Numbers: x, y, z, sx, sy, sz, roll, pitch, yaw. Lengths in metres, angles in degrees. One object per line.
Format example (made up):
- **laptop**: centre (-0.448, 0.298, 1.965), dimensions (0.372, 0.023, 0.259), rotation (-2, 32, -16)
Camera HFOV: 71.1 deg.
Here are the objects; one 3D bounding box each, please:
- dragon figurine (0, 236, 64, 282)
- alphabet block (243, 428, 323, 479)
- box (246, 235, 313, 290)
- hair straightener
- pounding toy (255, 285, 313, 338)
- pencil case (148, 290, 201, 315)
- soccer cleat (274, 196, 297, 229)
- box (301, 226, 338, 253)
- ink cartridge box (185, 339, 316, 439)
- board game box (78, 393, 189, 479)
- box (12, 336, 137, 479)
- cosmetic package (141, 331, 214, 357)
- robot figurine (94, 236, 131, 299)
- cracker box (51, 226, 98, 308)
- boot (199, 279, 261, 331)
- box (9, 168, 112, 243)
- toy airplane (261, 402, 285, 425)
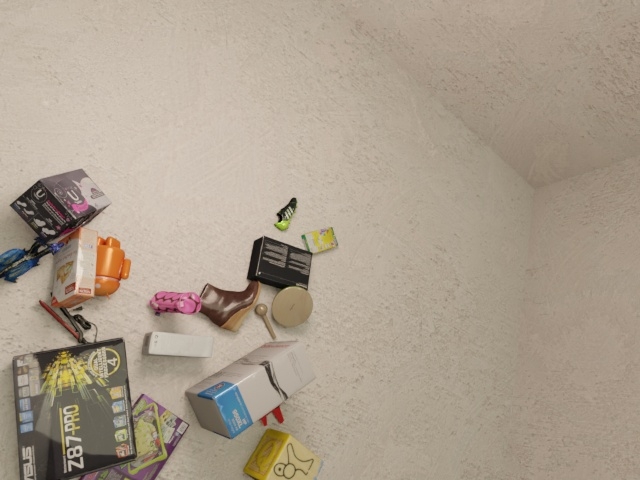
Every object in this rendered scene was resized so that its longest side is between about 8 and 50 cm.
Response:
- **dragon figurine**: centre (-0.960, 0.076, 1.408), dimensions (0.289, 0.144, 0.085), rotation (-42, 102, -35)
- **alphabet block**: centre (-0.143, 0.877, 1.739), dimensions (0.197, 0.193, 0.192), rotation (46, 55, -16)
- **box**: centre (-0.176, 0.111, 1.979), dimensions (0.261, 0.103, 0.184), rotation (21, 63, -30)
- **hair straightener**: centre (-0.829, 0.261, 1.511), dimensions (0.230, 0.047, 0.089), rotation (52, 55, -13)
- **pounding toy**: centre (-0.156, 0.288, 1.963), dimensions (0.237, 0.110, 0.183), rotation (-31, 109, -8)
- **pencil case**: centre (-0.531, 0.229, 1.630), dimensions (0.098, 0.209, 0.095), rotation (18, 71, -48)
- **soccer cleat**: centre (-0.160, -0.133, 2.084), dimensions (0.072, 0.060, 0.179), rotation (30, 65, -24)
- **box**: centre (0.000, 0.000, 2.171), dimensions (0.179, 0.043, 0.105), rotation (-16, 87, -35)
- **ink cartridge box**: centre (-0.259, 0.543, 1.688), dimensions (0.395, 0.285, 0.166), rotation (-25, 94, -36)
- **board game box**: centre (-0.634, 0.733, 1.524), dimensions (0.208, 0.056, 0.347), rotation (46, 56, -21)
- **box**: centre (-0.771, 0.532, 1.420), dimensions (0.318, 0.097, 0.395), rotation (-5, 78, -25)
- **cosmetic package**: centre (-0.523, 0.388, 1.651), dimensions (0.231, 0.117, 0.085), rotation (14, 70, -30)
- **robot figurine**: centre (-0.754, 0.098, 1.557), dimensions (0.158, 0.128, 0.219), rotation (13, 70, -33)
- **cracker box**: centre (-0.809, 0.092, 1.474), dimensions (0.067, 0.155, 0.232), rotation (20, 54, -51)
- **boot**: centre (-0.370, 0.226, 1.817), dimensions (0.207, 0.090, 0.248), rotation (39, 62, -23)
- **box**: centre (-0.836, -0.120, 1.471), dimensions (0.163, 0.142, 0.247), rotation (52, 12, -12)
- **toy airplane**: centre (-0.205, 0.700, 1.845), dimensions (0.151, 0.028, 0.151), rotation (11, 70, -32)
